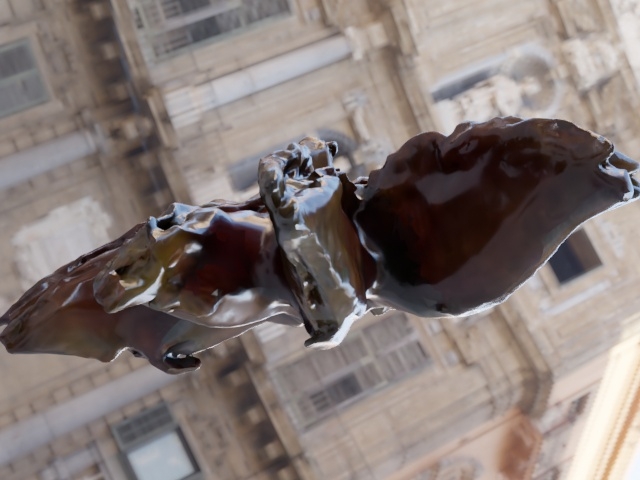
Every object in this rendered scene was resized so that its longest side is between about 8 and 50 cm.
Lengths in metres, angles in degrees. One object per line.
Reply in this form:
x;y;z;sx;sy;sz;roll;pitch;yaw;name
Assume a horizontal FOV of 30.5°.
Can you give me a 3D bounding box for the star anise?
-0.001;0.000;0.490;0.288;0.288;0.088;-13;-89;67;star anise
